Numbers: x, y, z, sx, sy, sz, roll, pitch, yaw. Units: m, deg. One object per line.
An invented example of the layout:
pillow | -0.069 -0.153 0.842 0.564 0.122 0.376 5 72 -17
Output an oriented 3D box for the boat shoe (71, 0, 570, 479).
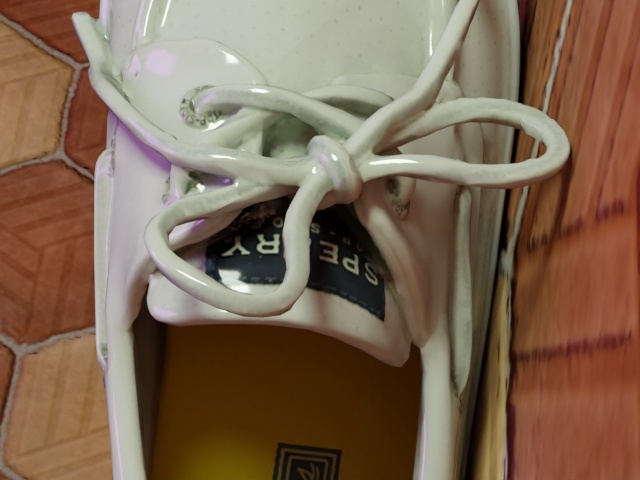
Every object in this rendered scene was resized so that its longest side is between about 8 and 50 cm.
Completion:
boat shoe | -0.009 0.001 0.542 0.156 0.136 0.367 -168 84 -86
